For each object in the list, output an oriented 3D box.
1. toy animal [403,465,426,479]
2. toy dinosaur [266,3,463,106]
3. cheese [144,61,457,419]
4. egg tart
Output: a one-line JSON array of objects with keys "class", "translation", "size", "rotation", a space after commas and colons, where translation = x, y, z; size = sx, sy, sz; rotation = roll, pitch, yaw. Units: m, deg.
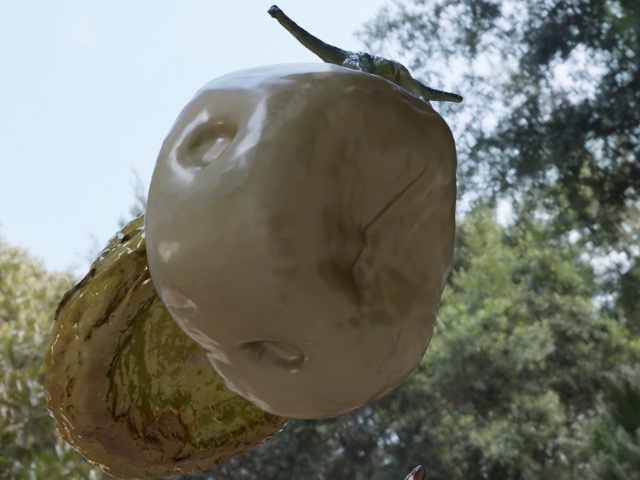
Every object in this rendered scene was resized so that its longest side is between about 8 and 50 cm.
[{"class": "toy animal", "translation": [0.156, 0.289, 0.858], "size": [0.054, 0.275, 0.149], "rotation": [37, -114, -46]}, {"class": "toy dinosaur", "translation": [0.082, -0.220, 1.391], "size": [0.362, 0.147, 0.076], "rotation": [15, -43, -35]}, {"class": "cheese", "translation": [0.000, 0.000, 0.611], "size": [0.235, 0.117, 0.218], "rotation": [-19, -75, -48]}, {"class": "egg tart", "translation": [-0.095, 0.057, 0.802], "size": [0.294, 0.123, 0.294], "rotation": [-24, -47, -28]}]
